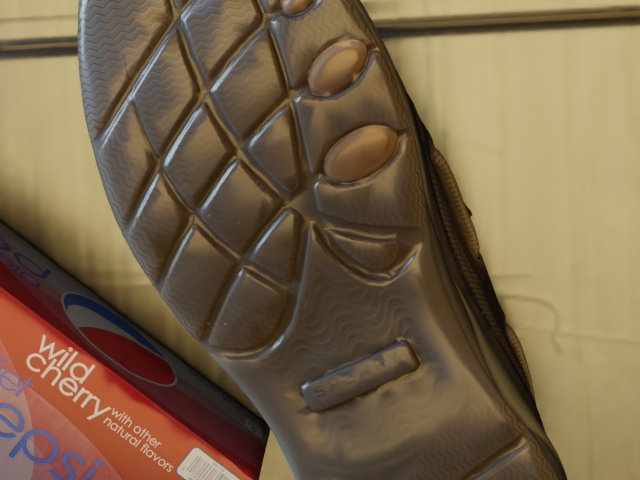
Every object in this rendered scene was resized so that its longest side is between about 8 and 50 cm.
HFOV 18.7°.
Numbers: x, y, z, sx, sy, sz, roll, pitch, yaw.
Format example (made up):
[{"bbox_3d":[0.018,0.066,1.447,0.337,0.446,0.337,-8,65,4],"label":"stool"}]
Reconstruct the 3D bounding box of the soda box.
[{"bbox_3d":[-0.150,0.048,0.876,0.263,0.092,0.083,38,100,-6],"label":"soda box"}]

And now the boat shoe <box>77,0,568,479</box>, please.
[{"bbox_3d":[0.000,0.000,0.846,0.132,0.130,0.355,-20,105,9],"label":"boat shoe"}]
